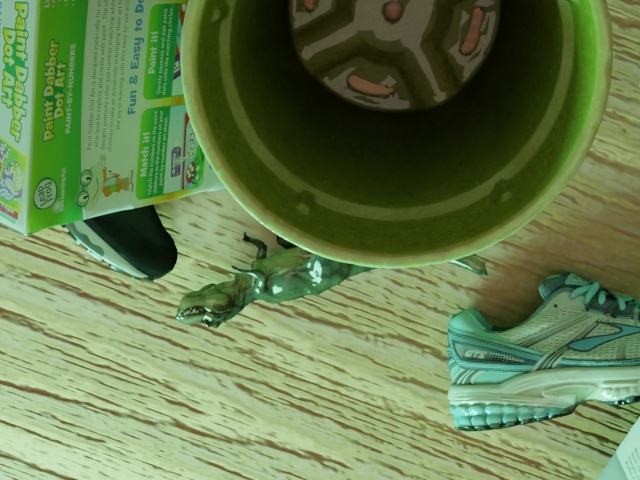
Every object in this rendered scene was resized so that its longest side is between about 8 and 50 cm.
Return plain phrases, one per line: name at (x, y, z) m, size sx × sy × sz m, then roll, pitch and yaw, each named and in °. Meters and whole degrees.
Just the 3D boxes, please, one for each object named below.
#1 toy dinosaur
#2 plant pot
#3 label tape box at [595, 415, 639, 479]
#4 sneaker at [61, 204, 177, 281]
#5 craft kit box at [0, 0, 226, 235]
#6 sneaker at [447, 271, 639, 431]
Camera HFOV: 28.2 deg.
toy dinosaur at (0.000, 0.000, 1.091) m, size 0.268 × 0.064 × 0.118 m, roll -12°, pitch 115°, yaw 5°
plant pot at (0.054, -0.152, 0.931) m, size 0.276 × 0.254 × 0.276 m, roll 1°, pitch 110°, yaw 3°
label tape box at (0.386, 0.149, 0.986) m, size 0.249 × 0.115 × 0.347 m, roll 0°, pitch 135°, yaw -19°
sneaker at (-0.190, -0.097, 1.045) m, size 0.124 × 0.107 × 0.283 m, roll -36°, pitch 104°, yaw 8°
craft kit box at (-0.134, -0.147, 0.958) m, size 0.061 × 0.247 × 0.249 m, roll 20°, pitch 112°, yaw 32°
sneaker at (0.237, 0.080, 1.072) m, size 0.283 × 0.110 × 0.122 m, roll -14°, pitch 81°, yaw 13°
